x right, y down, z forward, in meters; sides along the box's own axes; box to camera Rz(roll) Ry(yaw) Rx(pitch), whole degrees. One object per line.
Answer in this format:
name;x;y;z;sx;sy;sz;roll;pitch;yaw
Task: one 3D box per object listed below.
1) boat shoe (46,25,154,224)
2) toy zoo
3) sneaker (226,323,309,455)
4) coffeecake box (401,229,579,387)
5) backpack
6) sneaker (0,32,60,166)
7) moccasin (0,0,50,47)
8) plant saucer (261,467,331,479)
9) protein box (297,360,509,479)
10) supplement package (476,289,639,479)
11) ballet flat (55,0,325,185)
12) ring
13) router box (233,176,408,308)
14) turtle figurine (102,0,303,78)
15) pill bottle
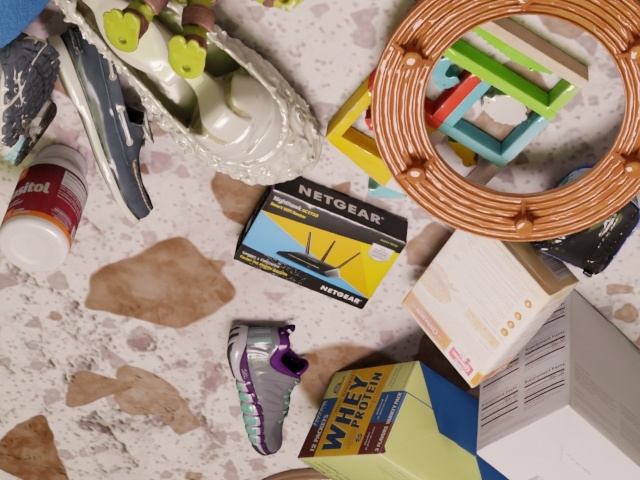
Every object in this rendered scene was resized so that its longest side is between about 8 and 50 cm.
boat shoe;-0.235;-0.136;1.830;0.079;0.095;0.254;-24;116;-8
toy zoo;0.139;-0.141;1.814;0.192;0.030;0.293;29;129;-18
sneaker;-0.058;0.204;2.131;0.098;0.083;0.223;-7;131;8
coffeecake box;0.202;0.063;1.919;0.142;0.068;0.185;50;133;18
backpack;0.311;-0.033;1.853;0.105;0.084;0.114;26;125;-14
sneaker;-0.367;-0.165;1.755;0.122;0.110;0.283;31;161;-2
moccasin;-0.282;-0.353;1.566;0.117;0.138;0.342;30;92;14
plant saucer;0.008;0.440;2.367;0.278;0.041;0.277;4;134;5
protein box;0.120;0.269;2.074;0.200;0.136;0.201;34;156;-22
supplement package;0.314;0.212;1.999;0.149;0.203;0.194;-32;121;32
ballet flat;-0.150;-0.179;1.735;0.147;0.147;0.409;-31;121;31
ring;0.222;-0.141;1.731;0.337;0.032;0.336;2;121;3
router box;0.000;0.000;1.954;0.179;0.046;0.133;21;132;-11
turtle figurine;-0.144;-0.278;1.629;0.270;0.217;0.087;32;145;-13
pill bottle;-0.325;-0.042;1.889;0.086;0.152;0.086;4;133;5
